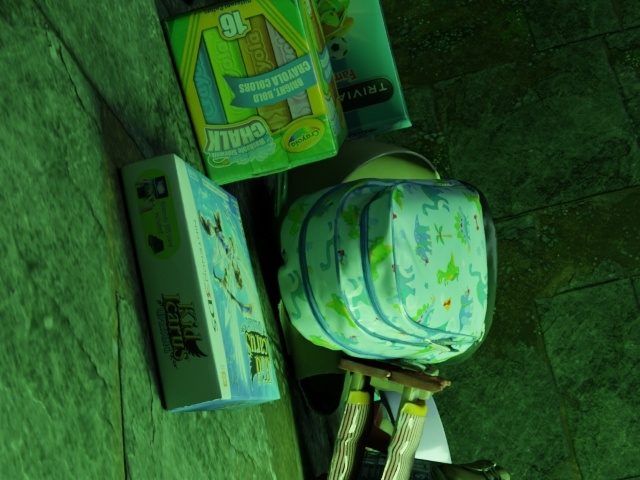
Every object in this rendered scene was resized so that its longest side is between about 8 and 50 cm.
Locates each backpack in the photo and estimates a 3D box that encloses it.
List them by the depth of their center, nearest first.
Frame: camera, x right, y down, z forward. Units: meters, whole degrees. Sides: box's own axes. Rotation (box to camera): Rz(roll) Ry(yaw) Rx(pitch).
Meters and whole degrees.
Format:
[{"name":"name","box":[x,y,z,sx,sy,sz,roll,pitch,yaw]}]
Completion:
[{"name":"backpack","box":[0.099,0.034,1.594,0.355,0.273,0.290,7,82,-35]}]

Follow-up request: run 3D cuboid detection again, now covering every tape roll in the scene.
[{"name":"tape roll","box":[0.183,0.405,2.333,0.275,0.090,0.275,167,-90,-82]}]

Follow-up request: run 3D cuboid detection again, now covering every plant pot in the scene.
[{"name":"plant pot","box":[0.029,-0.041,1.817,0.191,0.284,0.284,32,-26,42]}]

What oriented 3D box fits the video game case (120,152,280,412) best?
[{"name":"video game case","box":[-0.119,0.055,1.217,0.269,0.061,0.244,37,41,-78]}]

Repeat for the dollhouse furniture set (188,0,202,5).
[{"name":"dollhouse furniture set","box":[-0.202,-0.491,1.569,0.302,0.151,0.197,59,-13,1]}]

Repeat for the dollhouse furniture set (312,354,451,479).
[{"name":"dollhouse furniture set","box":[0.113,0.278,1.753,0.374,0.152,0.201,5,99,-76]}]

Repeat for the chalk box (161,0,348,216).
[{"name":"chalk box","box":[-0.070,-0.181,1.528,0.180,0.179,0.289,-70,146,-74]}]

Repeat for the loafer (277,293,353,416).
[{"name":"loafer","box":[0.001,0.157,1.707,0.092,0.101,0.269,-89,166,-51]}]

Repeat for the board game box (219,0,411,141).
[{"name":"board game box","box":[-0.016,-0.320,1.865,0.079,0.253,0.336,27,49,-78]}]

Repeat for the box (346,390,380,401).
[{"name":"box","box":[0.051,0.222,2.088,0.244,0.060,0.101,57,21,-66]}]

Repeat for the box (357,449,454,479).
[{"name":"box","box":[0.118,0.397,1.805,0.233,0.183,0.059,-52,149,-80]}]

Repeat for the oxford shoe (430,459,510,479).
[{"name":"oxford shoe","box":[0.220,0.348,1.671,0.083,0.096,0.227,64,12,17]}]

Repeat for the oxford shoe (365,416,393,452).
[{"name":"oxford shoe","box":[0.161,0.485,2.137,0.123,0.130,0.348,56,22,-66]}]
